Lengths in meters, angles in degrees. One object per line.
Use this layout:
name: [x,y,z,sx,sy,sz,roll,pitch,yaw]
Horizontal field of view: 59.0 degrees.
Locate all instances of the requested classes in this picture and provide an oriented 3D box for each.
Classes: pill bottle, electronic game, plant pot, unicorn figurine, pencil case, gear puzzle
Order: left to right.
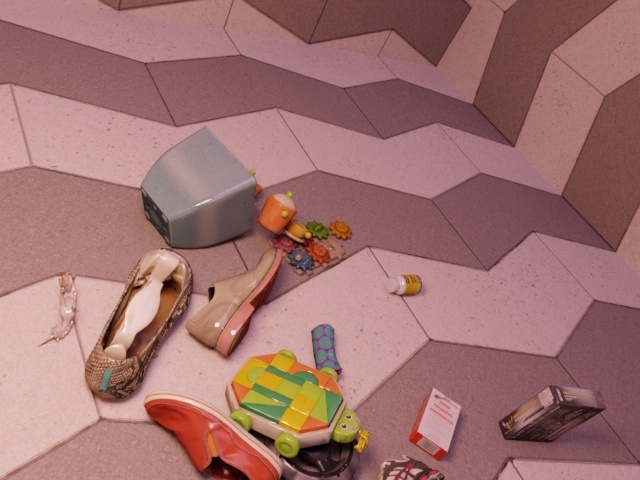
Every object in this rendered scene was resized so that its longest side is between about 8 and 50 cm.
unicorn figurine: [-0.577,0.149,1.281,0.060,0.111,0.162,11,26,-9]
plant pot: [-0.361,-0.121,1.610,0.252,0.247,0.248,-32,67,-27]
electronic game: [-0.019,0.474,1.313,0.229,0.048,0.229,14,35,-10]
gear puzzle: [0.000,0.000,1.857,0.175,0.044,0.339,46,40,19]
pencil case: [0.016,0.299,1.519,0.070,0.064,0.151,0,45,-12]
pill bottle: [0.275,0.145,1.860,0.116,0.065,0.065,0,47,-33]

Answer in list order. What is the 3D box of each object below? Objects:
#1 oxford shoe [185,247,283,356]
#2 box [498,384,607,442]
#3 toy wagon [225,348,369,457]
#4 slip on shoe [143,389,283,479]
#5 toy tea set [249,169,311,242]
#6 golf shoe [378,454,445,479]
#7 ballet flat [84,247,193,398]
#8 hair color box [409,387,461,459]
oxford shoe: [-0.214,0.126,1.507,0.147,0.140,0.397,25,35,4]
box: [0.645,0.489,1.584,0.183,0.231,0.056,11,45,-23]
toy wagon: [-0.043,0.381,1.319,0.344,0.068,0.267,20,30,14]
slip on shoe: [-0.233,0.425,1.180,0.331,0.123,0.101,36,42,0]
toy tea set: [-0.158,-0.134,1.760,0.336,0.124,0.200,40,10,29]
golf shoe: [0.165,0.570,1.287,0.120,0.105,0.273,30,16,38]
ballet flat: [-0.396,0.139,1.331,0.164,0.182,0.482,23,38,-8]
hair color box: [0.308,0.487,1.511,0.093,0.053,0.167,34,39,6]
